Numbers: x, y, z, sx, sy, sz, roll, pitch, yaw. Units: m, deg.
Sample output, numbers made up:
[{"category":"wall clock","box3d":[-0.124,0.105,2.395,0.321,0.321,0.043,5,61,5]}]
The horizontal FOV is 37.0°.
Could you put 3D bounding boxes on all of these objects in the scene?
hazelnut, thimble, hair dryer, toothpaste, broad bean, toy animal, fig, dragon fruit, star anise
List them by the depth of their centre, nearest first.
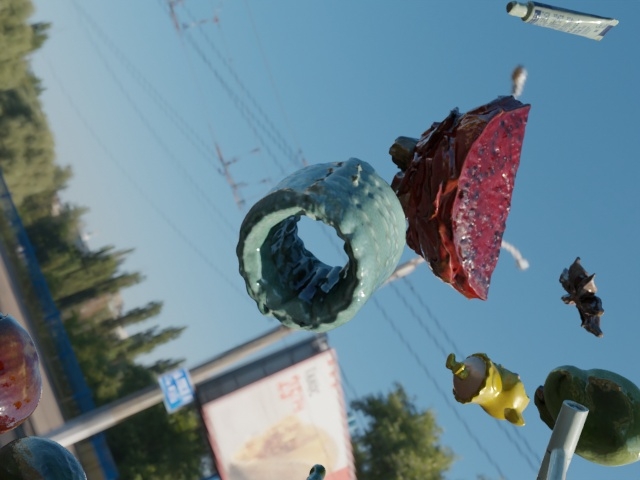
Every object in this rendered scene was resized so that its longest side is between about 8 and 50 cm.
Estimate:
[{"category":"fig","box3d":[-0.320,0.300,1.118,0.177,0.117,0.117,24,-45,48]},{"category":"thimble","box3d":[0.000,0.000,1.250,0.198,0.143,0.235,32,-55,10]},{"category":"hair dryer","box3d":[0.363,0.339,1.441,0.183,0.044,0.155,-29,135,-75]},{"category":"dragon fruit","box3d":[0.170,-0.080,1.451,0.205,0.152,0.317,14,-85,46]},{"category":"toothpaste","box3d":[0.416,-0.384,1.658,0.062,0.216,0.037,139,-47,-58]},{"category":"hazelnut","box3d":[-0.615,0.237,1.722,0.218,0.218,0.234,158,-87,-74]},{"category":"broad bean","box3d":[0.501,0.318,1.752,0.228,0.169,0.100,12,-11,30]},{"category":"broad bean","box3d":[-0.028,0.542,2.102,0.256,0.052,0.052,-27,101,-75]},{"category":"toy animal","box3d":[0.398,0.351,2.298,0.229,0.156,0.156,36,-6,-19]},{"category":"star anise","box3d":[0.661,0.132,2.434,0.208,0.063,0.172,-112,-169,-57]}]
